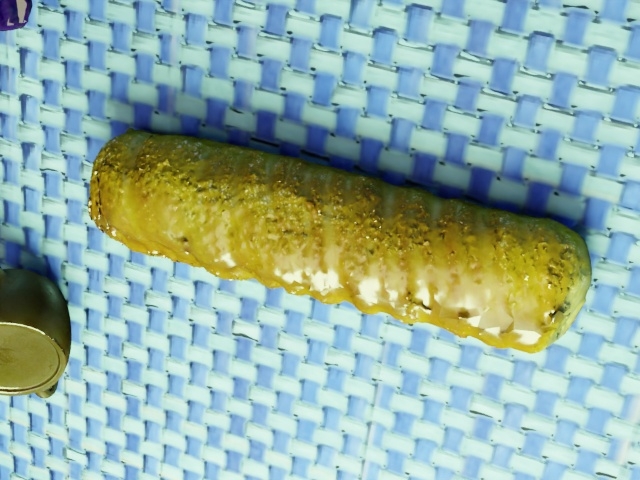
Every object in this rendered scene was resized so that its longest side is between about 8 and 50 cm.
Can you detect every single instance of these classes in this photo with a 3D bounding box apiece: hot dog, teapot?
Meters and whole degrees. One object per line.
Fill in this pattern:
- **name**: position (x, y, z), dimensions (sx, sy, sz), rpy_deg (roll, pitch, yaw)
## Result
- **hot dog**: position (0.000, -0.001, 0.600), dimensions (0.289, 0.068, 0.083), rpy_deg (13, 113, 18)
- **teapot**: position (-0.198, 0.058, 0.721), dimensions (0.076, 0.068, 0.121), rpy_deg (-13, 134, 7)

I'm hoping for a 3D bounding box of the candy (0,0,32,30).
- **candy**: position (-0.283, -0.182, 0.631), dimensions (0.275, 0.070, 0.145), rpy_deg (1, 109, 28)
